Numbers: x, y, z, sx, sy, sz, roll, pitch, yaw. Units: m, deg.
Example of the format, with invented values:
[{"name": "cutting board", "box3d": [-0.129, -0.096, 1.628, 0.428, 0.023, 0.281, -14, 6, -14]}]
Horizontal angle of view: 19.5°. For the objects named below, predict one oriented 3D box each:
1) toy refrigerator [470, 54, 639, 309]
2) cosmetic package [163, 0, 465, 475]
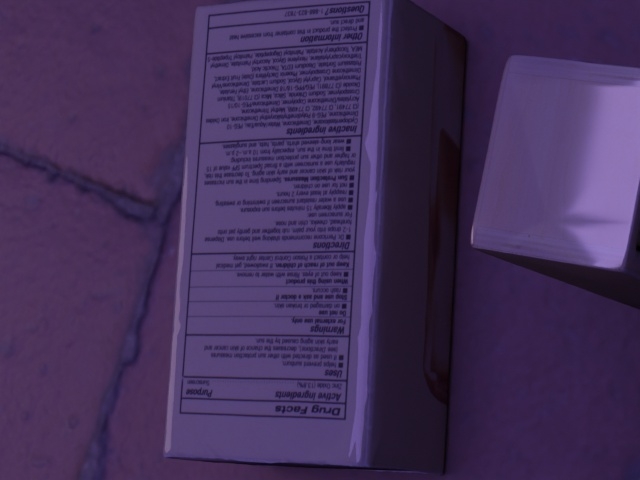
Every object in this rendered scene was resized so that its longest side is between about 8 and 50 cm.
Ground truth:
[{"name": "toy refrigerator", "box3d": [0.186, -0.018, 1.021, 0.094, 0.269, 0.102, 10, 85, 30]}, {"name": "cosmetic package", "box3d": [0.000, 0.000, 1.204, 0.153, 0.129, 0.296, 1, 81, 28]}]
